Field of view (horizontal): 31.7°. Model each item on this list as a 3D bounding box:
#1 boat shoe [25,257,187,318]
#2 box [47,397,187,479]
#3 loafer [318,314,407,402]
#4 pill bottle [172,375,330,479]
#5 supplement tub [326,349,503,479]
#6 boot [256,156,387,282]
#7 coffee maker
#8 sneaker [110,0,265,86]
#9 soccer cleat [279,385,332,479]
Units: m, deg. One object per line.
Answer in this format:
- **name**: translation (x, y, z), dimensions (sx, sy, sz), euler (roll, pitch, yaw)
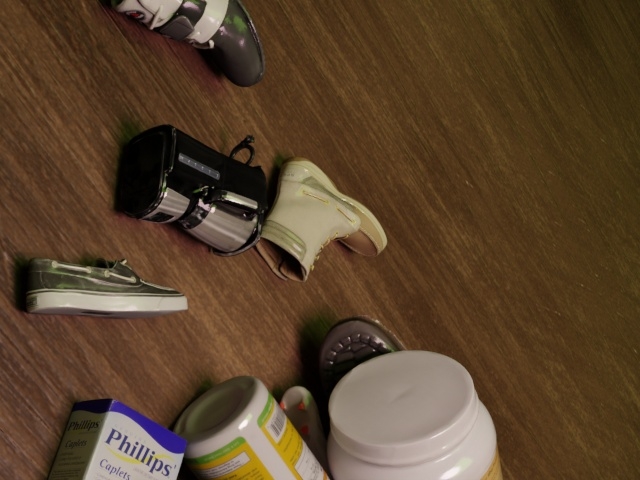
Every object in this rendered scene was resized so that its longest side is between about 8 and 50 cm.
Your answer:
- **boat shoe**: translation (-0.250, 0.055, 1.356), dimensions (0.219, 0.078, 0.070), euler (8, 74, -46)
- **box**: translation (-0.238, 0.271, 1.311), dimensions (0.126, 0.072, 0.137), euler (39, 52, -36)
- **loafer**: translation (0.106, 0.232, 1.697), dimensions (0.366, 0.134, 0.130), euler (56, 17, -35)
- **pill bottle**: translation (-0.070, 0.306, 1.443), dimensions (0.245, 0.136, 0.136), euler (58, 44, -20)
- **supplement tub**: translation (0.135, 0.331, 1.537), dimensions (0.228, 0.228, 0.316), euler (-48, 135, -44)
- **boot**: translation (0.000, 0.000, 1.660), dimensions (0.213, 0.077, 0.165), euler (41, 50, -27)
- **coffee maker**: translation (-0.168, -0.081, 1.480), dimensions (0.178, 0.120, 0.171), euler (27, 37, -43)
- **sneaker**: translation (-0.205, -0.319, 1.508), dimensions (0.146, 0.122, 0.330), euler (-48, 117, -25)
- **soccer cleat**: translation (-0.015, 0.295, 1.570), dimensions (0.076, 0.068, 0.196), euler (-15, 98, -55)
